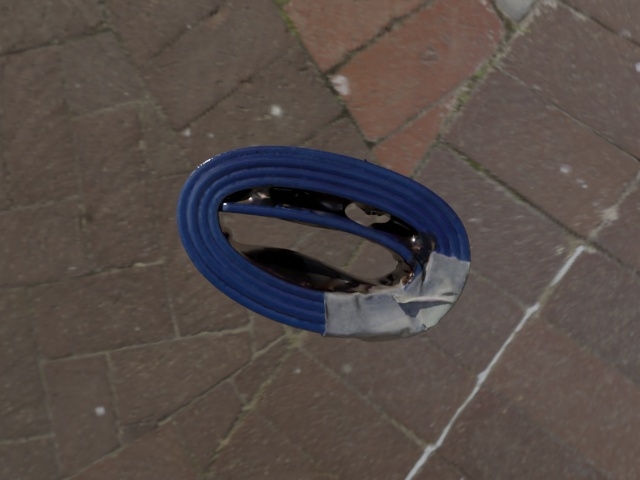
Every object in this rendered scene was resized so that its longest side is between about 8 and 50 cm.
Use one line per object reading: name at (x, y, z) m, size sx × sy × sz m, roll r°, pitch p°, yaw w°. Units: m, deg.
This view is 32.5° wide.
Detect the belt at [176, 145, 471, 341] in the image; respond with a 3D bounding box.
belt at (0.000, 0.000, 1.304) m, size 0.347 × 0.117 × 0.212 m, roll 15°, pitch 91°, yaw -7°
